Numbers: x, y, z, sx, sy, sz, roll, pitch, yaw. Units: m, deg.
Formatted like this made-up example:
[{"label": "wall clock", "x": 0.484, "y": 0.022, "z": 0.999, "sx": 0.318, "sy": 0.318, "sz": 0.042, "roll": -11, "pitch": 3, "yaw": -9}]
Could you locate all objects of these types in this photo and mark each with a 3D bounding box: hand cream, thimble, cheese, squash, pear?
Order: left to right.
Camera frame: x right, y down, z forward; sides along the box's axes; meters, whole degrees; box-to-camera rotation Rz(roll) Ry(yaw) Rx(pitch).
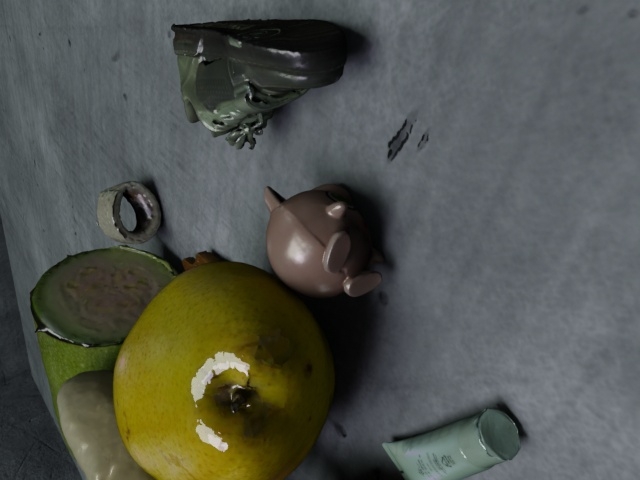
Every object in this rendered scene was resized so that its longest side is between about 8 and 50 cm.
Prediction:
[{"label": "squash", "x": -0.380, "y": 0.231, "z": 1.048, "sx": 0.263, "sy": 0.263, "sz": 0.385, "roll": 40, "pitch": 136, "yaw": 34}, {"label": "thimble", "x": -0.362, "y": -0.051, "z": 1.037, "sx": 0.090, "sy": 0.102, "sz": 0.115, "roll": 3, "pitch": 124, "yaw": 52}, {"label": "cheese", "x": -0.253, "y": 0.320, "z": 0.760, "sx": 0.328, "sy": 0.129, "sz": 0.351, "roll": 54, "pitch": 161, "yaw": 0}, {"label": "pear", "x": -0.116, "y": 0.157, "z": 0.658, "sx": 0.285, "sy": 0.284, "sz": 0.336, "roll": 50, "pitch": 158, "yaw": 25}, {"label": "hand cream", "x": 0.131, "y": 0.230, "z": 0.585, "sx": 0.078, "sy": 0.049, "sz": 0.205, "roll": 53, "pitch": 145, "yaw": 14}]

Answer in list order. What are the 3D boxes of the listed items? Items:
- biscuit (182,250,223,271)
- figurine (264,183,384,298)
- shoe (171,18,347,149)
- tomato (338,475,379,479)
[{"label": "biscuit", "x": -0.173, "y": 0.106, "z": 0.925, "sx": 0.215, "sy": 0.034, "sz": 0.182, "roll": 53, "pitch": 139, "yaw": 26}, {"label": "figurine", "x": 0.000, "y": 0.000, "z": 0.596, "sx": 0.138, "sy": 0.125, "sz": 0.125, "roll": 43, "pitch": 137, "yaw": 50}, {"label": "shoe", "x": -0.072, "y": -0.168, "z": 0.622, "sx": 0.292, "sy": 0.109, "sz": 0.149, "roll": 29, "pitch": 131, "yaw": 45}, {"label": "tomato", "x": 0.032, "y": 0.467, "z": 0.627, "sx": 0.341, "sy": 0.272, "sz": 0.342, "roll": 26, "pitch": 125, "yaw": 44}]
